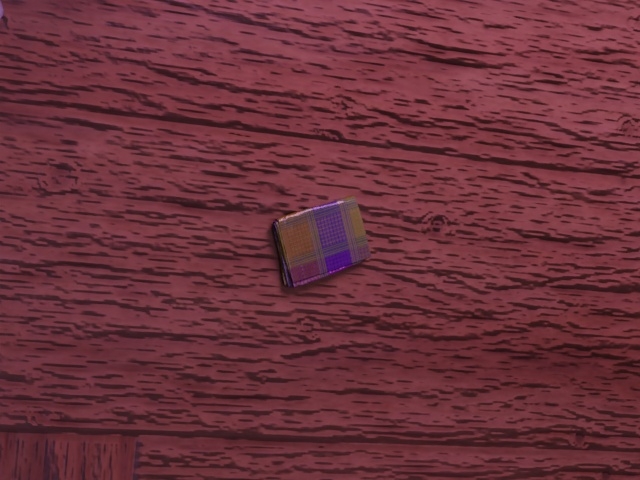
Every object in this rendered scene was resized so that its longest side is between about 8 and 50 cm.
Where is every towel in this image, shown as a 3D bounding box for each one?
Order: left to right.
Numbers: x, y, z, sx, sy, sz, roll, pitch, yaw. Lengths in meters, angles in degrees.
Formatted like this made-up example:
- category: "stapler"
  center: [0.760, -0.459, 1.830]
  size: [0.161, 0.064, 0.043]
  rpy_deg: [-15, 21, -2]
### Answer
- category: "towel"
  center: [0.000, 0.000, 1.590]
  size: [0.083, 0.009, 0.060]
  rpy_deg: [-20, 101, -27]

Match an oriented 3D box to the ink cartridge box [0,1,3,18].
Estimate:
- category: "ink cartridge box"
  center: [-0.387, -0.232, 1.270]
  size: [0.308, 0.091, 0.385]
  rpy_deg: [-60, 137, -45]
